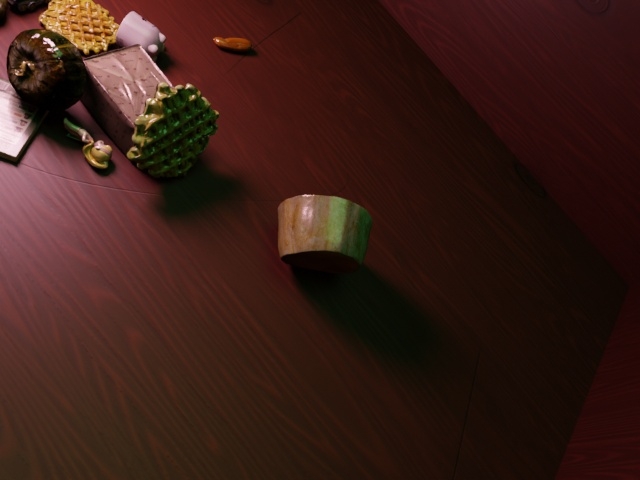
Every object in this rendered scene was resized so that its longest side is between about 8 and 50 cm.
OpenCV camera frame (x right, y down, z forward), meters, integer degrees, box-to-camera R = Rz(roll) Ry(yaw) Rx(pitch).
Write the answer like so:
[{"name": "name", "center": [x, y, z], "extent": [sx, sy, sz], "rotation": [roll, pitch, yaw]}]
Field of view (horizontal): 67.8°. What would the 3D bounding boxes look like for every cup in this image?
[{"name": "cup", "center": [-0.662, -0.745, 1.783], "extent": [0.141, 0.173, 0.134], "rotation": [30, 83, -14]}]

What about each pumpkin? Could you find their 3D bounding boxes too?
[{"name": "pumpkin", "center": [-0.818, -0.502, 1.419], "extent": [0.238, 0.238, 0.159], "rotation": [43, 31, -2]}, {"name": "pumpkin", "center": [0.000, 0.000, 1.619], "extent": [0.332, 0.332, 0.199], "rotation": [21, 67, -19]}]

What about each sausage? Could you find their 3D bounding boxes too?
[{"name": "sausage", "center": [-0.374, -0.841, 2.044], "extent": [0.183, 0.054, 0.062], "rotation": [-11, 37, -33]}]

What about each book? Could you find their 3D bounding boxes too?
[{"name": "book", "center": [-0.960, -0.375, 1.429], "extent": [0.201, 0.027, 0.265], "rotation": [22, 53, -20]}]

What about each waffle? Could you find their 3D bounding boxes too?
[{"name": "waffle", "center": [-0.460, -0.339, 1.515], "extent": [0.073, 0.317, 0.297], "rotation": [30, 5, 27]}, {"name": "waffle", "center": [-0.858, -0.780, 1.717], "extent": [0.245, 0.052, 0.254], "rotation": [33, 52, -12]}]

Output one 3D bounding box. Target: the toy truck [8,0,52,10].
[{"name": "toy truck", "center": [-1.001, -0.862, 1.641], "extent": [0.083, 0.092, 0.192], "rotation": [39, 42, -4]}]

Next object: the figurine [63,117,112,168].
[{"name": "figurine", "center": [-0.735, -0.304, 1.499], "extent": [0.187, 0.083, 0.083], "rotation": [42, 50, -11]}]

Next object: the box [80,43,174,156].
[{"name": "box", "center": [-0.618, -0.459, 1.583], "extent": [0.297, 0.190, 0.225], "rotation": [50, 51, 4]}]

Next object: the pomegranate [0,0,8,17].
[{"name": "pomegranate", "center": [-1.075, -0.778, 1.535], "extent": [0.130, 0.130, 0.131], "rotation": [15, 56, -23]}]
